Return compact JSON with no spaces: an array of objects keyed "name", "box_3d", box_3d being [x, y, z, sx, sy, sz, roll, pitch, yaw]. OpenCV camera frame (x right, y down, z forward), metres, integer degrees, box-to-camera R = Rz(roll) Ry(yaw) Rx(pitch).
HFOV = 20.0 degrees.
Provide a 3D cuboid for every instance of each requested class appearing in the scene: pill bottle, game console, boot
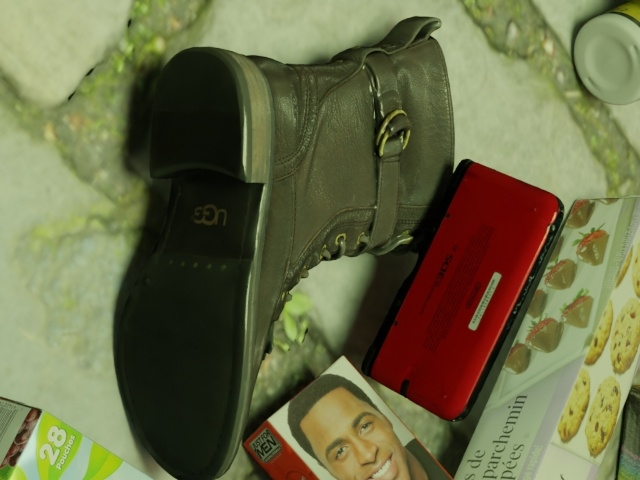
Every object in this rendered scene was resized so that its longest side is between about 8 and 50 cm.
[{"name":"pill bottle","box_3d":[0.235,-0.141,1.264,0.116,0.065,0.065,-27,114,-40]},{"name":"game console","box_3d":[0.094,0.033,1.090,0.085,0.124,0.144,24,92,-44]},{"name":"boot","box_3d":[0.000,0.000,1.040,0.229,0.091,0.263,-6,107,-53]}]

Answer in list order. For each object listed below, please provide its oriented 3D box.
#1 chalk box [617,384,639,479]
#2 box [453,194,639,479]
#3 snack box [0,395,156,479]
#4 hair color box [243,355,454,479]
[{"name":"chalk box","box_3d":[0.302,0.220,1.336,0.132,0.132,0.213,2,95,-45]},{"name":"box","box_3d":[0.153,0.110,1.187,0.067,0.063,0.324,53,51,-34]},{"name":"snack box","box_3d":[-0.149,0.208,0.928,0.174,0.070,0.207,41,66,-40]},{"name":"hair color box","box_3d":[0.030,0.146,1.065,0.141,0.043,0.072,48,55,5]}]
